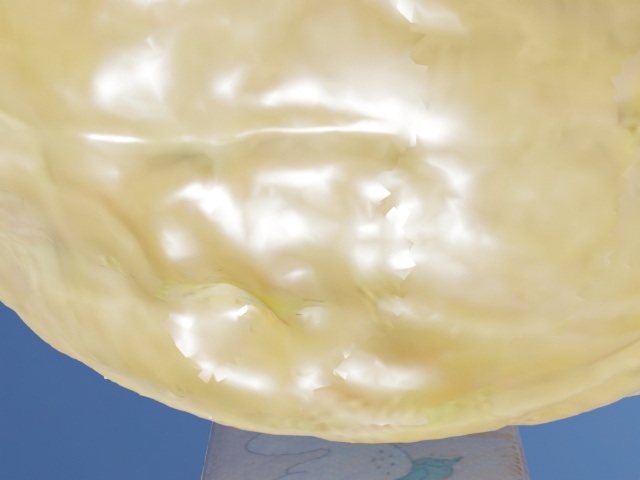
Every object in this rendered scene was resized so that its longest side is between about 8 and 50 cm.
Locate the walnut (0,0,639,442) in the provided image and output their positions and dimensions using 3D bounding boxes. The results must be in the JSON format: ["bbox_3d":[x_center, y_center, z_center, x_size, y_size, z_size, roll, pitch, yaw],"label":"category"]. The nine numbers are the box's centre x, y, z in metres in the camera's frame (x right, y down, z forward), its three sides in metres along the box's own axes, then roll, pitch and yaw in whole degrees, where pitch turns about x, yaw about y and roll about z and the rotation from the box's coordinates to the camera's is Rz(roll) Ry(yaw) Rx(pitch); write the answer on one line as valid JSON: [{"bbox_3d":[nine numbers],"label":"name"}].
[{"bbox_3d":[0.008,-0.075,0.593,0.277,0.313,0.252,-7,-81,-61],"label":"walnut"}]

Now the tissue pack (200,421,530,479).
[{"bbox_3d":[0.025,0.118,1.072,0.325,0.170,0.071,-88,-8,-76],"label":"tissue pack"}]
